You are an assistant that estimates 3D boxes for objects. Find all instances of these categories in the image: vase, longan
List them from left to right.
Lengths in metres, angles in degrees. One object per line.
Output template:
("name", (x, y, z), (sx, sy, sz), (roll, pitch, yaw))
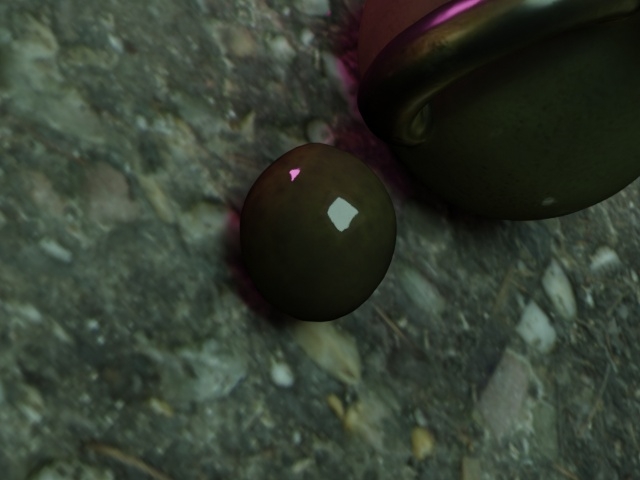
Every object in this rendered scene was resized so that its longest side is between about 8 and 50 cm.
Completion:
("longan", (0.000, 0.000, 0.773), (0.119, 0.106, 0.106), (74, 20, -55))
("vase", (0.157, -0.143, 0.835), (0.329, 0.302, 0.241), (-23, 86, -45))
